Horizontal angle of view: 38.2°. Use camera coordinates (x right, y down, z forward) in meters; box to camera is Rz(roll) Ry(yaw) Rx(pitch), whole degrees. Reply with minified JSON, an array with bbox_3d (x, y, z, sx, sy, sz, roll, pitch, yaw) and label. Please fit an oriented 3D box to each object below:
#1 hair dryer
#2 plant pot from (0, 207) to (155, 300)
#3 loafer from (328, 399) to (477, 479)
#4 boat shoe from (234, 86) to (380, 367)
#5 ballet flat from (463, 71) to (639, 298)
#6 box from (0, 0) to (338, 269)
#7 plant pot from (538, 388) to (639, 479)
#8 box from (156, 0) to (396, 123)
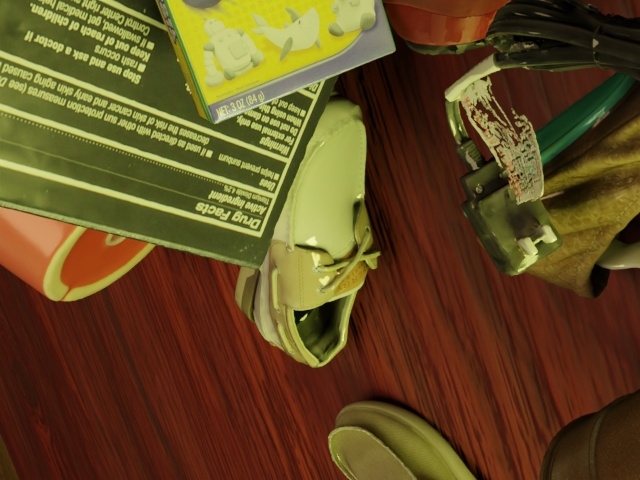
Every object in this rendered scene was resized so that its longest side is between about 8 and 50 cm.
[{"bbox_3d":[0.100,-0.137,0.409,0.294,0.080,0.223,65,153,4],"label":"hair dryer"},{"bbox_3d":[-0.292,-0.085,0.994,0.243,0.275,0.275,44,143,12],"label":"plant pot"},{"bbox_3d":[0.091,0.238,0.798,0.268,0.092,0.102,35,136,38],"label":"loafer"},{"bbox_3d":[0.000,0.000,0.764,0.103,0.113,0.302,47,154,22],"label":"boat shoe"},{"bbox_3d":[0.196,-0.060,0.458,0.124,0.116,0.342,39,144,2],"label":"ballet flat"},{"bbox_3d":[-0.133,-0.169,0.556,0.182,0.296,0.294,28,97,43],"label":"box"},{"bbox_3d":[0.229,0.121,0.483,0.167,0.167,0.165,49,136,22],"label":"plant pot"},{"bbox_3d":[-0.039,-0.159,0.442,0.179,0.105,0.043,69,168,-18],"label":"box"}]
